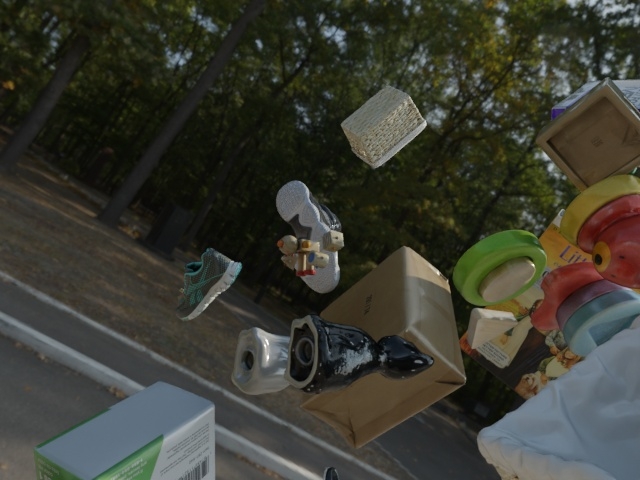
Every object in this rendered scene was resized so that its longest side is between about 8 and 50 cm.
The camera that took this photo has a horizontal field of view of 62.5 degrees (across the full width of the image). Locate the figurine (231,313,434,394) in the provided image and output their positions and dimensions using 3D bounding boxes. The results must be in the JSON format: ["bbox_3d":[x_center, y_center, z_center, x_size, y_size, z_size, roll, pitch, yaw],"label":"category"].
[{"bbox_3d":[0.015,0.169,0.736,0.210,0.092,0.215,13,-22,-36],"label":"figurine"}]

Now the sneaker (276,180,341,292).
[{"bbox_3d":[0.000,0.000,1.161,0.153,0.101,0.268,29,35,-58],"label":"sneaker"}]

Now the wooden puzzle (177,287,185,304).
[{"bbox_3d":[-0.360,0.165,1.451,0.083,0.049,0.006,58,-6,6],"label":"wooden puzzle"}]

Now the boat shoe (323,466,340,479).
[{"bbox_3d":[0.031,0.431,0.860,0.046,0.038,0.125,48,24,-37],"label":"boat shoe"}]

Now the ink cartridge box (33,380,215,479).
[{"bbox_3d":[-0.248,0.367,0.707,0.117,0.277,0.201,10,16,29],"label":"ink cartridge box"}]

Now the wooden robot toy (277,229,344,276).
[{"bbox_3d":[-0.040,0.021,0.959,0.079,0.076,0.173,17,-19,-35],"label":"wooden robot toy"}]

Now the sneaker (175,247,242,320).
[{"bbox_3d":[-0.209,0.072,0.912,0.076,0.166,0.065,41,26,-12],"label":"sneaker"}]

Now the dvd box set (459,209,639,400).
[{"bbox_3d":[0.544,0.184,1.182,0.308,0.420,0.062,39,34,18],"label":"dvd box set"}]

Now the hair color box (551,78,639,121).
[{"bbox_3d":[0.580,-0.194,0.856,0.339,0.185,0.110,14,-54,41],"label":"hair color box"}]

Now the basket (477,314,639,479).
[{"bbox_3d":[0.395,0.228,0.468,0.266,0.332,0.328,61,-16,2],"label":"basket"}]

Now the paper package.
[{"bbox_3d":[0.130,0.219,1.133,0.168,0.309,0.324,41,26,-15],"label":"paper package"}]

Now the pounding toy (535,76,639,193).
[{"bbox_3d":[0.389,-0.128,0.737,0.141,0.130,0.100,48,37,0],"label":"pounding toy"}]

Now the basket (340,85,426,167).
[{"bbox_3d":[0.147,-0.275,1.256,0.103,0.167,0.113,52,-3,-39],"label":"basket"}]

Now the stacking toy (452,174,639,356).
[{"bbox_3d":[0.350,0.088,0.749,0.308,0.280,0.130,68,2,-45],"label":"stacking toy"}]
